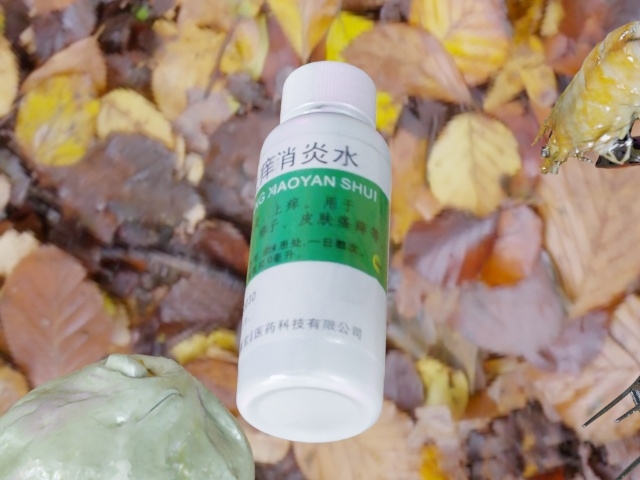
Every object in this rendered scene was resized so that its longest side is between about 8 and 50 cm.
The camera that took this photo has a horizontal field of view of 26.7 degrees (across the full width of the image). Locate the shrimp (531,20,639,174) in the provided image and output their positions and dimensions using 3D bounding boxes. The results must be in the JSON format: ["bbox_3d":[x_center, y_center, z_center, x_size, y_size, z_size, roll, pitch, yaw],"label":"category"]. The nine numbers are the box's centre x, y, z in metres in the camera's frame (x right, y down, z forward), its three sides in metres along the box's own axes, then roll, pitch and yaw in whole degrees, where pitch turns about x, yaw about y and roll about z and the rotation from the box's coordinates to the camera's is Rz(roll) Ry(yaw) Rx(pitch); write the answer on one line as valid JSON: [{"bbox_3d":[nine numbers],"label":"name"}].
[{"bbox_3d":[0.302,-0.113,1.305,0.152,0.063,0.287,34,153,0],"label":"shrimp"}]

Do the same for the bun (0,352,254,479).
[{"bbox_3d":[-0.203,0.195,1.279,0.283,0.283,0.179,-6,104,4],"label":"bun"}]

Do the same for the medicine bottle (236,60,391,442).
[{"bbox_3d":[0.000,0.000,0.893,0.095,0.260,0.095,3,144,2],"label":"medicine bottle"}]

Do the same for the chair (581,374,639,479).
[{"bbox_3d":[0.158,0.074,0.606,0.086,0.037,0.042,-38,101,-29],"label":"chair"}]
